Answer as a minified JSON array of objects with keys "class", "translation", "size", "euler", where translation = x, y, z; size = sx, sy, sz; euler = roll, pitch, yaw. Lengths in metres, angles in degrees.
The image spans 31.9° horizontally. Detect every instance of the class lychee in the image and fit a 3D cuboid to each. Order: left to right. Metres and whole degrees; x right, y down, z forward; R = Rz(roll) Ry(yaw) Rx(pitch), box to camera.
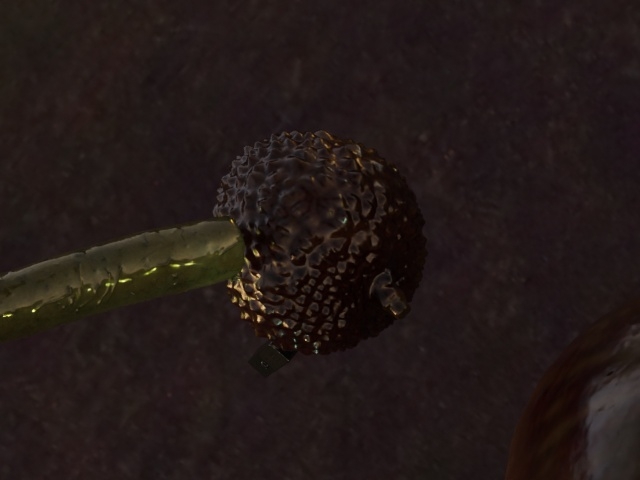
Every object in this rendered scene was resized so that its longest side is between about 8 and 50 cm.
[{"class":"lychee","translation":[0.000,0.000,1.378],"size":[0.304,0.276,0.276],"euler":[36,86,29]}]

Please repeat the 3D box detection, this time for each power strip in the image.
[{"class":"power strip","translation":[-0.064,0.153,1.490],"size":[0.029,0.038,0.111],"euler":[-49,2,-27]}]

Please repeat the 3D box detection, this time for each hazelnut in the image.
[{"class":"hazelnut","translation":[0.364,0.263,1.038],"size":[0.402,0.402,0.429],"euler":[-11,35,36]}]

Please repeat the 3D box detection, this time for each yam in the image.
[{"class":"yam","translation":[-0.261,0.048,1.197],"size":[0.371,0.083,0.083],"euler":[-15,34,-21]}]
